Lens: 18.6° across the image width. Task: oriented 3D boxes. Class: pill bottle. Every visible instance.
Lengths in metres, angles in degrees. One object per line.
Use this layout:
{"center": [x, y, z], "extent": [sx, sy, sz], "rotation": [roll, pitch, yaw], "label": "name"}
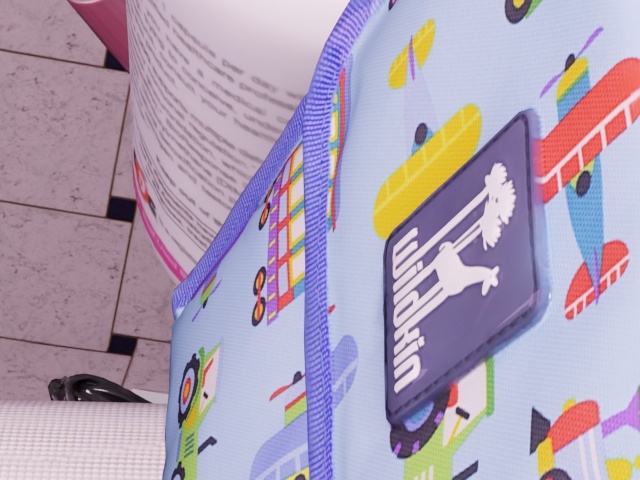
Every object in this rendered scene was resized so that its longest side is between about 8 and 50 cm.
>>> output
{"center": [0.016, -0.088, 0.630], "extent": [0.283, 0.160, 0.160], "rotation": [96, 175, -61], "label": "pill bottle"}

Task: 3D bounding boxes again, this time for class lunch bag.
{"center": [0.054, 0.041, 0.442], "extent": [0.293, 0.138, 0.221], "rotation": [116, 160, -53], "label": "lunch bag"}

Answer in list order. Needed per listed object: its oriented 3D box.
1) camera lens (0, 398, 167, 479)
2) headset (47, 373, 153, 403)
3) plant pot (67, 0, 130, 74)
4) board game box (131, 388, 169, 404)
{"center": [-0.054, 0.170, 0.729], "extent": [0.219, 0.274, 0.219], "rotation": [-178, 90, -87], "label": "camera lens"}
{"center": [-0.012, -0.058, 0.980], "extent": [0.243, 0.185, 0.394], "rotation": [-93, 17, -68], "label": "headset"}
{"center": [-0.087, -0.182, 1.435], "extent": [0.180, 0.201, 0.201], "rotation": [35, -137, -40], "label": "plant pot"}
{"center": [-0.065, 0.238, 1.523], "extent": [0.303, 0.097, 0.224], "rotation": [27, -109, -71], "label": "board game box"}
